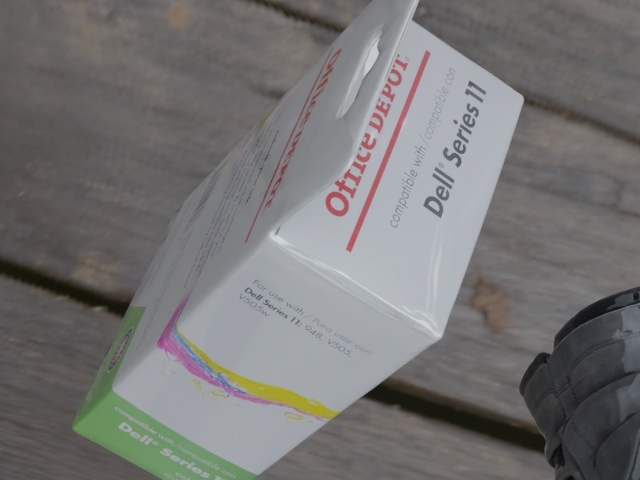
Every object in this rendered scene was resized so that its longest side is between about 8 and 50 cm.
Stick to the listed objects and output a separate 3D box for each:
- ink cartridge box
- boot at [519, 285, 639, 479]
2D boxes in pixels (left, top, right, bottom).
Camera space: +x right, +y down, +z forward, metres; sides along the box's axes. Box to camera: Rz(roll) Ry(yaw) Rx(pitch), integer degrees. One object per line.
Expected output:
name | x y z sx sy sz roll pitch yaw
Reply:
ink cartridge box | 0.000 0.000 1.105 0.119 0.353 0.207 33 51 -12
boot | 0.216 0.125 1.088 0.118 0.338 0.223 -4 70 -26
